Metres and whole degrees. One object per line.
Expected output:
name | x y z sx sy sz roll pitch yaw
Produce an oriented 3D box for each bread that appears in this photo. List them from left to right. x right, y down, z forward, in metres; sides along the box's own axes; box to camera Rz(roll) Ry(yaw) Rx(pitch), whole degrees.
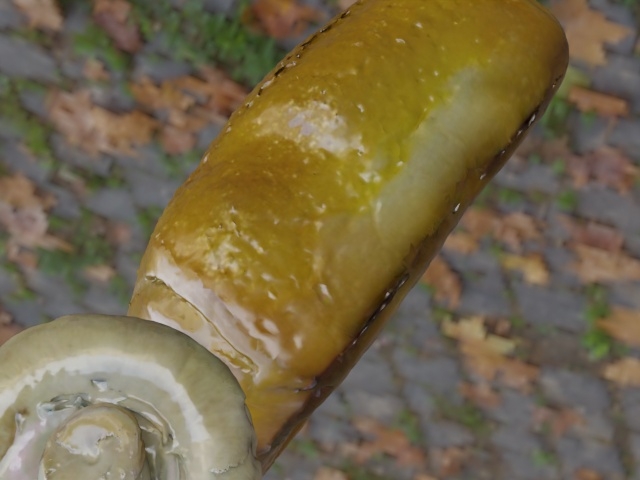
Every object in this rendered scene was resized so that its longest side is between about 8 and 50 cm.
bread | -0.007 -0.005 1.226 0.148 0.337 0.328 38 161 3

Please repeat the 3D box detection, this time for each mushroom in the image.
mushroom | -0.098 0.109 0.830 0.154 0.154 0.122 19 165 4
